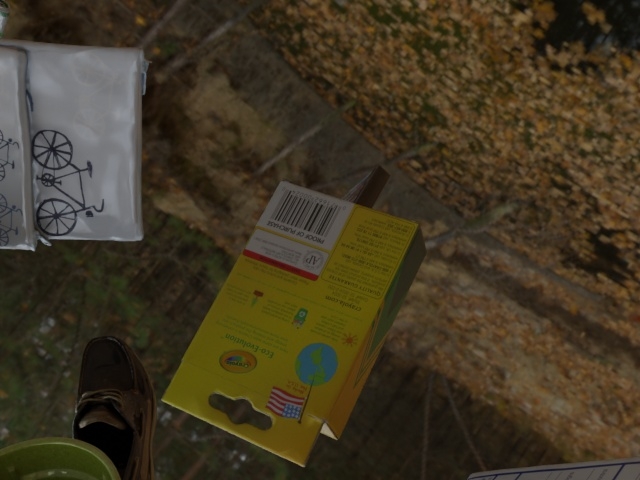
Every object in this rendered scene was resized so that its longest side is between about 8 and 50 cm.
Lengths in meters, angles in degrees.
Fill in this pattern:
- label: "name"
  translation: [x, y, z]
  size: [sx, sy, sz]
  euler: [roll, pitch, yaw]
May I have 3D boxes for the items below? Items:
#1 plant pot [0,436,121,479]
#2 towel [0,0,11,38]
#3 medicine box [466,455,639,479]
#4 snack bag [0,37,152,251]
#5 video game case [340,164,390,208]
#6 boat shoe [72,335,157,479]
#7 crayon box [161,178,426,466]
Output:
- label: "plant pot"
  translation: [-0.375, 0.462, 1.127]
  size: [0.276, 0.276, 0.254]
  euler: [27, 140, 40]
- label: "towel"
  translation: [-0.516, -0.313, 1.185]
  size: [0.113, 0.023, 0.152]
  euler: [40, 127, -1]
- label: "medicine box"
  translation: [0.171, 0.301, 0.608]
  size: [0.289, 0.263, 0.149]
  euler: [-29, 93, 52]
- label: "snack bag"
  translation: [-0.418, -0.127, 1.167]
  size: [0.343, 0.323, 0.037]
  euler: [2, -152, -10]
- label: "video game case"
  translation: [0.000, 0.000, 1.469]
  size: [0.035, 0.275, 0.248]
  euler: [45, 124, -8]
- label: "boat shoe"
  translation: [-0.341, 0.304, 1.359]
  size: [0.130, 0.132, 0.355]
  euler: [86, 168, -56]
- label: "crayon box"
  translation: [-0.027, 0.098, 0.994]
  size: [0.202, 0.318, 0.081]
  euler: [20, 158, 23]
